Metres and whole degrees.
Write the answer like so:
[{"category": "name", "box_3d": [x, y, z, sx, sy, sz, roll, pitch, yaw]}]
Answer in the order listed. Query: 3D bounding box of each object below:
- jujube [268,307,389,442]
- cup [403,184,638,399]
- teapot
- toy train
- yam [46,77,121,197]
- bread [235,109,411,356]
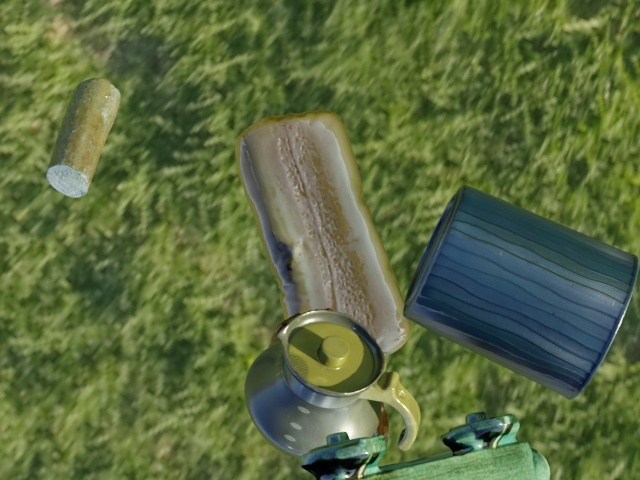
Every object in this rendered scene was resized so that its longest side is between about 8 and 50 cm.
[{"category": "jujube", "box_3d": [0.009, 0.160, 1.597, 0.109, 0.112, 0.176, -18, 97, 5]}, {"category": "cup", "box_3d": [0.136, 0.045, 1.116, 0.138, 0.113, 0.150, 25, 135, 0]}, {"category": "teapot", "box_3d": [0.015, 0.140, 1.396, 0.166, 0.130, 0.119, 21, 135, -1]}, {"category": "toy train", "box_3d": [0.041, 0.184, 1.043, 0.159, 0.248, 0.101, -28, 72, 44]}, {"category": "yam", "box_3d": [-0.259, -0.114, 1.664, 0.054, 0.132, 0.054, 9, 147, 6]}, {"category": "bread", "box_3d": [0.000, 0.000, 1.754, 0.091, 0.142, 0.305, 172, 81, -72]}]
